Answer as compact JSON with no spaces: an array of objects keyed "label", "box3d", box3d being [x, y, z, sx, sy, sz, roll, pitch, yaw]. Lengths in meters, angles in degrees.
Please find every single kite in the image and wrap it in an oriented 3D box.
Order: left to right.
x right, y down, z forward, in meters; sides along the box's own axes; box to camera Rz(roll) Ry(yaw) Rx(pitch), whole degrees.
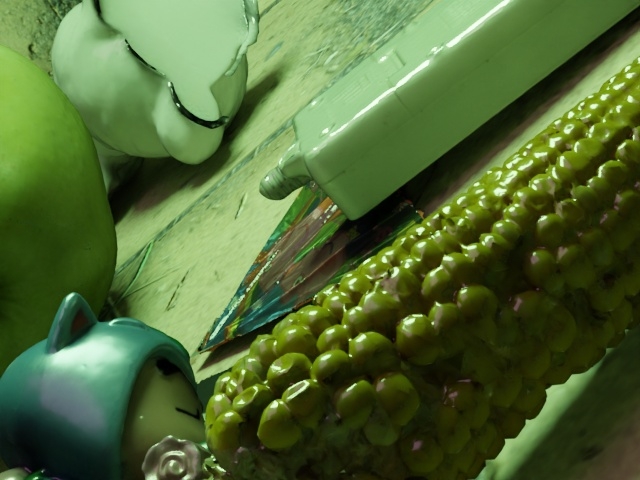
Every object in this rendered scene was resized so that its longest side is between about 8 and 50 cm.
[{"label":"kite","box3d":[0.000,0.000,0.973,0.234,0.016,0.321,-45,17,5]}]

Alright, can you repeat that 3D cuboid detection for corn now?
[{"label":"corn","box3d":[0.084,0.012,0.588,0.320,0.097,0.097,-38,16,-12]}]

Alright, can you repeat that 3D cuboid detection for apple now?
[{"label":"apple","box3d":[-0.334,0.000,1.180,0.357,0.357,0.357,-39,18,16]}]

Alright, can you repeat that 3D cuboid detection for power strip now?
[{"label":"power strip","box3d":[0.101,-0.122,0.908,0.338,0.058,0.098,-37,21,7]}]

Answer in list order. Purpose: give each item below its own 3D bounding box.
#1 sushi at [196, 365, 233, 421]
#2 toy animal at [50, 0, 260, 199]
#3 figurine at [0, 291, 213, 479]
[{"label":"sushi","box3d":[-0.012,0.116,0.694,0.193,0.040,0.210,-25,23,27]},{"label":"toy animal","box3d":[-0.204,-0.129,1.484,0.357,0.194,0.257,-48,34,49]},{"label":"figurine","box3d":[-0.094,0.119,0.635,0.145,0.114,0.178,10,57,33]}]
